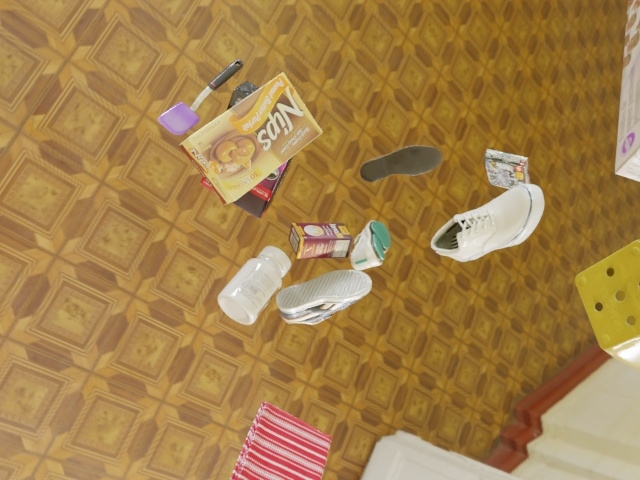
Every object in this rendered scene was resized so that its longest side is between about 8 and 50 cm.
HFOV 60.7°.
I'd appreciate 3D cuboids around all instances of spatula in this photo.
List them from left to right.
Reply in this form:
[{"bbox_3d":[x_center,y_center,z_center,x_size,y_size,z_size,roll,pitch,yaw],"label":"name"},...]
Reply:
[{"bbox_3d":[-0.327,-0.413,1.548,0.084,0.030,0.296,44,82,3],"label":"spatula"}]

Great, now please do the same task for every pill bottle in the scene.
[{"bbox_3d":[-0.191,0.129,1.641,0.131,0.131,0.229,54,53,-23],"label":"pill bottle"}]

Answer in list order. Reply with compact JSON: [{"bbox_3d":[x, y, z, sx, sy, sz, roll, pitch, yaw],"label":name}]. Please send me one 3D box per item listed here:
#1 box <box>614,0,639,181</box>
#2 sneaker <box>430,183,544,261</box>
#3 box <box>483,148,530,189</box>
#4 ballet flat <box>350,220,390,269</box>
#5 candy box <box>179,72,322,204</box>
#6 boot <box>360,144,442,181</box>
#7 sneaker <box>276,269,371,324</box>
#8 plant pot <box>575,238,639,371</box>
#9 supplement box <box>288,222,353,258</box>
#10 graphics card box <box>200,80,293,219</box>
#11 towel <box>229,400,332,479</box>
[{"bbox_3d":[0.406,-0.208,0.652,0.067,0.063,0.324,20,61,5],"label":"box"},{"bbox_3d":[0.293,-0.022,0.991,0.091,0.258,0.094,2,65,-21],"label":"sneaker"},{"bbox_3d":[0.436,-0.160,1.271,0.027,0.094,0.137,-65,150,-11],"label":"box"},{"bbox_3d":[0.179,0.018,2.061,0.400,0.139,0.139,-53,129,-72],"label":"ballet flat"},{"bbox_3d":[-0.166,-0.255,1.362,0.316,0.087,0.183,-42,107,-26],"label":"candy box"},{"bbox_3d":[0.298,-0.297,2.039,0.305,0.115,0.112,-10,108,9],"label":"boot"},{"bbox_3d":[0.014,0.192,1.830,0.321,0.126,0.127,-12,139,-6],"label":"sneaker"},{"bbox_3d":[0.577,0.103,0.936,0.187,0.212,0.212,8,56,-25],"label":"plant pot"},{"bbox_3d":[0.000,0.000,1.816,0.188,0.104,0.080,-1,124,-22],"label":"supplement box"},{"bbox_3d":[-0.205,-0.265,1.666,0.233,0.371,0.094,32,37,0],"label":"graphics card box"},{"bbox_3d":[-0.089,0.510,1.191,0.199,0.031,0.275,32,45,-10],"label":"towel"}]
